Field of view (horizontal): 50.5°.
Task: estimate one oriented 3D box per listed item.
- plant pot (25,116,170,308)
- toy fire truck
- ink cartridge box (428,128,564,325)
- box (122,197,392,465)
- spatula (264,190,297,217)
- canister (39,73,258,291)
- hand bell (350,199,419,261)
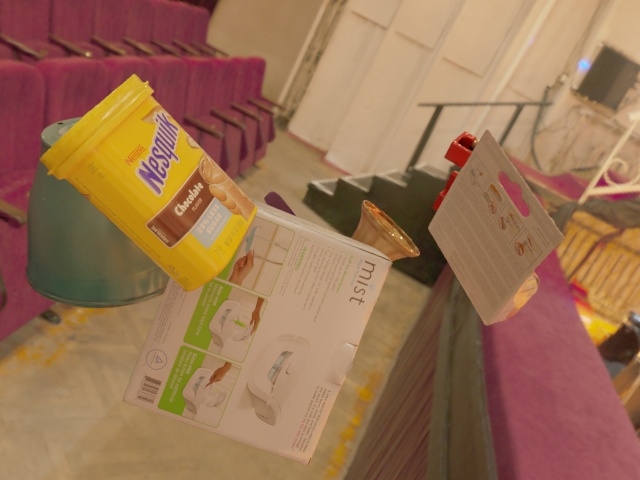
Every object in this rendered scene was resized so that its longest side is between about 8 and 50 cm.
[{"bbox_3d":[-0.365,-0.066,1.152,0.271,0.255,0.272,5,27,-2],"label":"plant pot"},{"bbox_3d":[0.218,-0.099,0.971,0.047,0.135,0.192,33,35,19],"label":"toy fire truck"},{"bbox_3d":[0.192,-0.013,0.733,0.045,0.179,0.145,-13,60,-25],"label":"ink cartridge box"},{"bbox_3d":[-0.073,0.095,0.809,0.231,0.262,0.127,20,4,-8],"label":"box"},{"bbox_3d":[0.000,0.000,1.440,0.296,0.030,0.084,37,-23,-8],"label":"spatula"},{"bbox_3d":[-0.145,-0.050,0.613,0.170,0.073,0.126,47,34,-19],"label":"canister"},{"bbox_3d":[0.036,0.063,1.125,0.126,0.242,0.126,40,14,-12],"label":"hand bell"}]
